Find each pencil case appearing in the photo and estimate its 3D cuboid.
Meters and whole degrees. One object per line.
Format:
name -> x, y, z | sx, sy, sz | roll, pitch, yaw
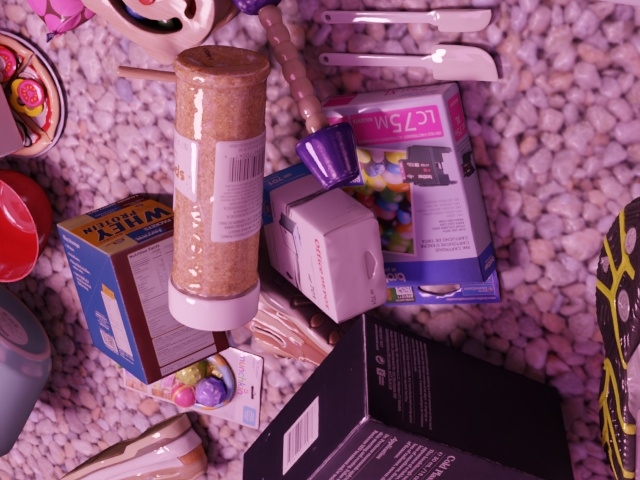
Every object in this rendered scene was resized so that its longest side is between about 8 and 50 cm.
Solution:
pencil case -> -0.390, -0.379, 1.762 | 0.209, 0.095, 0.098 | 57, 146, -6

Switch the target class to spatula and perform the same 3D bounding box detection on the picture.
spatula -> 0.101, -0.281, 1.603 | 0.242, 0.019, 0.168 | 7, 123, 25

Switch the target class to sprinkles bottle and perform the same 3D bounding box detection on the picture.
sprinkles bottle -> -0.130, -0.064, 1.646 | 0.121, 0.121, 0.355 | 15, 118, 20

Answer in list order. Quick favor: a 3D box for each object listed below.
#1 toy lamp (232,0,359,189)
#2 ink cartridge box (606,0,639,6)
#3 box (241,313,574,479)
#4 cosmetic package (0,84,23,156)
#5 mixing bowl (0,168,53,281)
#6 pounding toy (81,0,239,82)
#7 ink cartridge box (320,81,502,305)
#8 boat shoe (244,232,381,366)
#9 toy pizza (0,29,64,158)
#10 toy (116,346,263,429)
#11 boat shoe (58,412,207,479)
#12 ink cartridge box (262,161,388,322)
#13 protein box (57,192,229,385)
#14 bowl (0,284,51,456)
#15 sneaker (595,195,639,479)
toy lamp -> -0.027, -0.195, 1.622 | 0.080, 0.080, 0.274 | -31, 80, 35
ink cartridge box -> 0.471, -0.377, 1.316 | 0.385, 0.091, 0.308 | 14, 120, 22
box -> 0.105, 0.310, 1.728 | 0.312, 0.179, 0.343 | 23, 129, -20
cosmetic package -> -0.640, -0.168, 1.924 | 0.365, 0.155, 0.197 | -11, 102, 38
mixing bowl -> -0.477, -0.039, 1.973 | 0.181, 0.098, 0.181 | 11, 119, 21
pounding toy -> -0.206, -0.303, 1.661 | 0.269, 0.155, 0.154 | 38, 130, 5
ink cartridge box -> 0.117, -0.044, 1.689 | 0.186, 0.065, 0.311 | -4, 115, 29
boat shoe -> -0.035, 0.108, 1.817 | 0.324, 0.123, 0.116 | 38, 131, 15
toy pizza -> -0.469, -0.213, 1.920 | 0.201, 0.032, 0.201 | 12, 120, 22
toy -> -0.209, 0.215, 1.991 | 0.237, 0.056, 0.137 | 17, 123, 19
boat shoe -> -0.310, 0.380, 2.093 | 0.302, 0.113, 0.103 | -27, 95, 34
ink cartridge box -> 0.000, 0.000, 1.694 | 0.191, 0.082, 0.139 | 40, 146, 53
protein box -> -0.253, 0.064, 1.837 | 0.200, 0.136, 0.201 | 22, 130, 56
bowl -> -0.542, 0.169, 2.021 | 0.163, 0.311, 0.311 | -44, 91, 9
sneaker -> 0.426, 0.118, 1.589 | 0.147, 0.145, 0.384 | -5, 113, -4
